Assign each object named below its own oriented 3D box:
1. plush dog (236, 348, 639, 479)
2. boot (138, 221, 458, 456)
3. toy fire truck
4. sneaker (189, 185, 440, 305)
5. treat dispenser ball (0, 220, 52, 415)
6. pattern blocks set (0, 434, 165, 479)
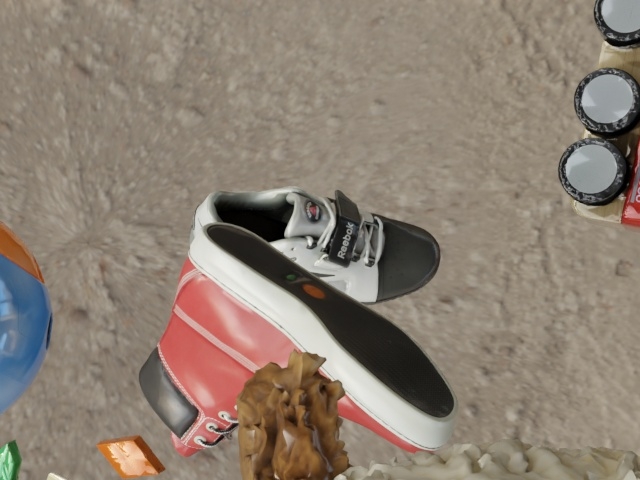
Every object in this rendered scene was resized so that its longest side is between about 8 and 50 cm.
[{"bbox_3d":[0.096,0.131,0.337,0.225,0.262,0.211,0,54,-19],"label":"plush dog"},{"bbox_3d":[-0.026,0.122,0.789,0.244,0.088,0.176,34,111,23],"label":"boot"},{"bbox_3d":[0.343,-0.106,0.885,0.246,0.158,0.217,13,89,21],"label":"toy fire truck"},{"bbox_3d":[0.000,0.000,1.328,0.330,0.146,0.123,5,69,-6],"label":"sneaker"},{"bbox_3d":[-0.470,0.095,1.255,0.288,0.288,0.288,0,90,-13],"label":"treat dispenser ball"},{"bbox_3d":[-0.223,0.338,1.117,0.324,0.026,0.286,29,108,11],"label":"pattern blocks set"}]
